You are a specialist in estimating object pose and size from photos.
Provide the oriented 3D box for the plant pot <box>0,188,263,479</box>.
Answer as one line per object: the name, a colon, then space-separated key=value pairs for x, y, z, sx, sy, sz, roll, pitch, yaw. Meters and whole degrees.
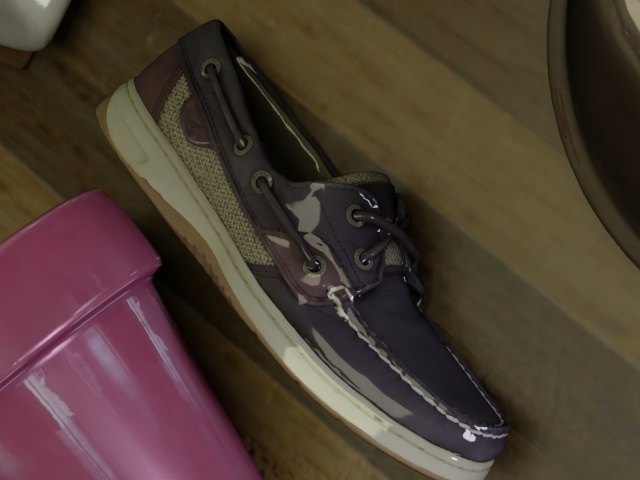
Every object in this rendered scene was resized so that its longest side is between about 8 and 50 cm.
plant pot: x=-0.130 y=0.104 z=0.911 sx=0.201 sy=0.201 sz=0.180 roll=-41 pitch=90 yaw=12

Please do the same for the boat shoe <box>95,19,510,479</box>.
boat shoe: x=0.000 y=0.000 z=0.911 sx=0.092 sy=0.103 sz=0.285 roll=-49 pitch=66 yaw=15

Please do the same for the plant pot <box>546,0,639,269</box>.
plant pot: x=0.229 y=-0.101 z=0.743 sx=0.323 sy=0.280 sz=0.323 roll=-1 pitch=86 yaw=20

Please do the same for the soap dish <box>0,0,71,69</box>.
soap dish: x=-0.194 y=-0.259 z=0.943 sx=0.118 sy=0.229 sz=0.290 roll=25 pitch=94 yaw=36
